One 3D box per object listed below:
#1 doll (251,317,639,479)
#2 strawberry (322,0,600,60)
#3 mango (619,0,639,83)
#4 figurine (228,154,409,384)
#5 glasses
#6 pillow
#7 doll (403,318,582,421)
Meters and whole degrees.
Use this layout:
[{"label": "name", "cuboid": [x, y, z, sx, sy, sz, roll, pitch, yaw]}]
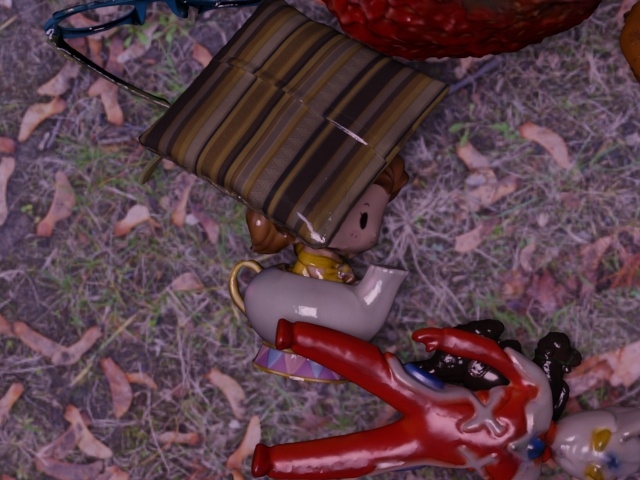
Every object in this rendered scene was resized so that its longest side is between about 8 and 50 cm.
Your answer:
[{"label": "doll", "cuboid": [0.134, 0.175, 1.481, 0.384, 0.099, 0.188, 7, 102, -7]}, {"label": "strawberry", "cuboid": [0.124, -0.270, 1.423, 0.292, 0.292, 0.309, -22, 61, 10]}, {"label": "mango", "cuboid": [0.333, -0.173, 1.513, 0.077, 0.063, 0.127, -31, 87, 2]}, {"label": "figurine", "cuboid": [0.000, 0.000, 1.541, 0.190, 0.142, 0.263, 10, 95, 20]}, {"label": "glasses", "cuboid": [-0.150, -0.171, 1.606, 0.239, 0.102, 0.206, -6, 119, 9]}, {"label": "pillow", "cuboid": [-0.025, -0.116, 1.469, 0.212, 0.052, 0.208, 30, 68, 20]}, {"label": "doll", "cuboid": [0.169, 0.135, 1.558, 0.165, 0.057, 0.139, -39, 84, 8]}]
